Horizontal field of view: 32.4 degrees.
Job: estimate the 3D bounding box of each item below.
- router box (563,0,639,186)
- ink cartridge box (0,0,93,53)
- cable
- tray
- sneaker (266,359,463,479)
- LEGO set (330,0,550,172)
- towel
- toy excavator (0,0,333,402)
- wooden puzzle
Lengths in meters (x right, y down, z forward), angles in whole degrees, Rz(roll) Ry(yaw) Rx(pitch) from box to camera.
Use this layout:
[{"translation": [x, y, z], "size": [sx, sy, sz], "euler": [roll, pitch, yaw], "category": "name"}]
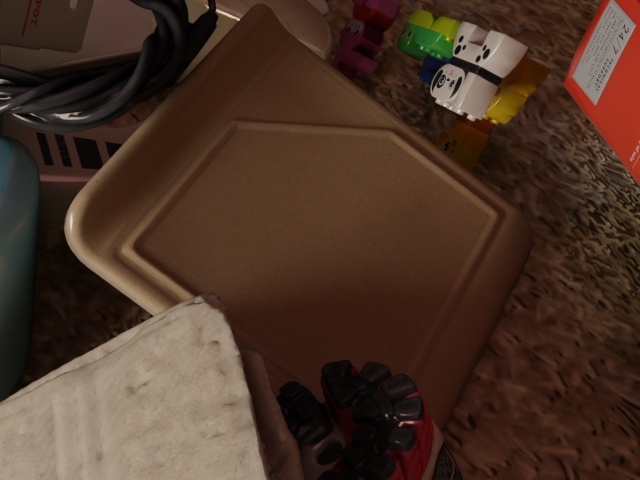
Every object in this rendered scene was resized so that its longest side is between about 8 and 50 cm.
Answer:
[{"translation": [0.356, -0.025, 0.639], "size": [0.335, 0.082, 0.301], "euler": [0, 43, -25], "category": "router box"}, {"translation": [-0.238, -0.193, 0.751], "size": [0.061, 0.104, 0.181], "euler": [26, 15, 32], "category": "ink cartridge box"}, {"translation": [-0.142, -0.123, 0.604], "size": [0.150, 0.047, 0.184], "euler": [23, 40, 1], "category": "cable"}, {"translation": [-0.141, -0.188, 0.887], "size": [0.270, 0.030, 0.145], "euler": [-14, 49, -13], "category": "tray"}, {"translation": [-0.040, 0.193, 0.481], "size": [0.299, 0.112, 0.120], "euler": [-41, 34, -18], "category": "sneaker"}, {"translation": [0.082, -0.102, 0.770], "size": [0.087, 0.093, 0.227], "euler": [22, 9, -26], "category": "LEGO set"}, {"translation": [-0.091, 0.143, 0.444], "size": [0.187, 0.049, 0.282], "euler": [-29, 33, 6], "category": "towel"}, {"translation": [-0.205, -0.025, 0.645], "size": [0.444, 0.222, 0.433], "euler": [7, 44, -13], "category": "toy excavator"}, {"translation": [0.000, 0.000, 0.642], "size": [0.238, 0.044, 0.221], "euler": [40, 51, -7], "category": "wooden puzzle"}]
